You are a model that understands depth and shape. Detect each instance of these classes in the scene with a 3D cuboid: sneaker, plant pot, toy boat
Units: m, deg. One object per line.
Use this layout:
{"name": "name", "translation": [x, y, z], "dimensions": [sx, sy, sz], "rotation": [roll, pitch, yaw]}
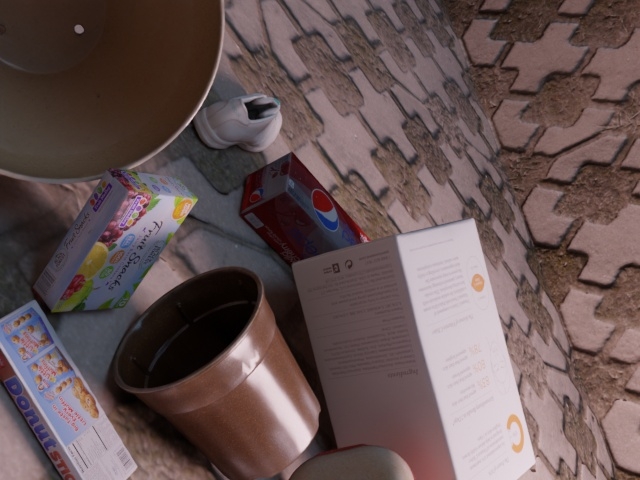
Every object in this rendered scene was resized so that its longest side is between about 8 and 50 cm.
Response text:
{"name": "sneaker", "translation": [-0.089, -0.177, 1.216], "dimensions": [0.080, 0.094, 0.212], "rotation": [62, 25, -1]}
{"name": "plant pot", "translation": [-0.252, -0.212, 0.786], "dimensions": [0.284, 0.284, 0.191], "rotation": [49, -6, -29]}
{"name": "toy boat", "translation": [0.047, 0.355, 0.955], "dimensions": [0.151, 0.150, 0.231], "rotation": [79, 0, -61]}
{"name": "plant pot", "translation": [-0.092, 0.141, 0.849], "dimensions": [0.165, 0.166, 0.167], "rotation": [59, 24, -29]}

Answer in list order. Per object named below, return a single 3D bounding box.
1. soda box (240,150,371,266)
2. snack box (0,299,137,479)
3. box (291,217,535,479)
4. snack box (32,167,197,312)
{"name": "soda box", "translation": [0.000, 0.000, 1.230], "dimensions": [0.263, 0.083, 0.092], "rotation": [47, 30, -32]}
{"name": "snack box", "translation": [-0.225, 0.141, 0.734], "dimensions": [0.178, 0.022, 0.064], "rotation": [61, 26, -7]}
{"name": "box", "translation": [0.127, 0.164, 1.113], "dimensions": [0.215, 0.168, 0.346], "rotation": [-11, 86, -53]}
{"name": "snack box", "translation": [-0.190, 0.002, 0.795], "dimensions": [0.037, 0.141, 0.100], "rotation": [44, 18, 21]}
